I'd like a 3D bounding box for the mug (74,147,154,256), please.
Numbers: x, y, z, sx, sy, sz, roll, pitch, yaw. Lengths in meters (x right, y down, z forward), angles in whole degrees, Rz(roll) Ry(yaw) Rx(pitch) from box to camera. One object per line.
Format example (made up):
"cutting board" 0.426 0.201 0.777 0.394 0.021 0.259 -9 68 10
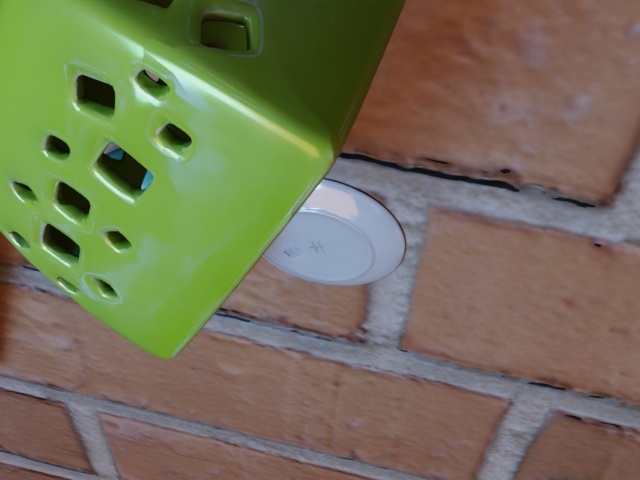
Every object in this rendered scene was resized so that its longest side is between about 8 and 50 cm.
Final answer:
"mug" -0.127 -0.017 0.709 0.129 0.097 0.158 38 138 -25

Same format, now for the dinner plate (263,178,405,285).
"dinner plate" 0.000 0.000 0.751 0.141 0.017 0.141 12 143 9

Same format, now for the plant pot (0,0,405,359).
"plant pot" -0.093 -0.108 0.483 0.207 0.227 0.228 31 140 -11
